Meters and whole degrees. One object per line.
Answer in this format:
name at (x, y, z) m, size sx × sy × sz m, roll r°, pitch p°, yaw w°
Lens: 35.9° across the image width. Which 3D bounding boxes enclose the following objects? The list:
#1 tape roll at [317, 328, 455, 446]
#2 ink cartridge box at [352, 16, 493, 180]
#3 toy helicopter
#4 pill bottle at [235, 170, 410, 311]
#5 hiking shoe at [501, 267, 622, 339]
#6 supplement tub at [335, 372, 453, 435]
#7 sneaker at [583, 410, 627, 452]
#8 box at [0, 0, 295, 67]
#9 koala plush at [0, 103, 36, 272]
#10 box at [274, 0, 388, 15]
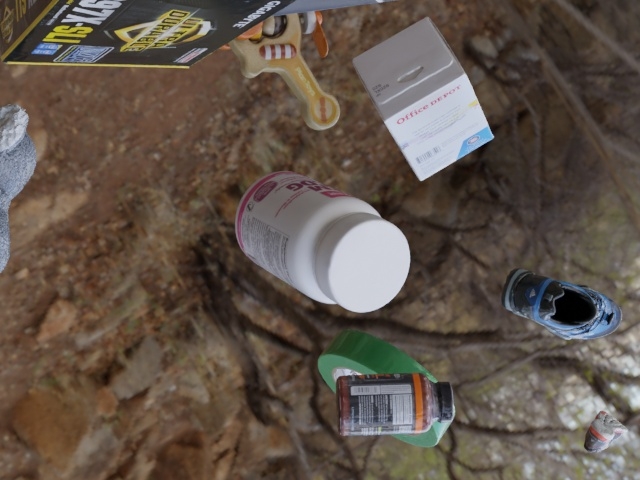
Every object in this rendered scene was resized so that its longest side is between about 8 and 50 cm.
tape roll at (0.143, 0.330, 2.192) m, size 0.077 × 0.321 × 0.321 m, roll -52°, pitch -176°, yaw -23°
ink cartridge box at (0.196, -0.267, 1.877) m, size 0.171 × 0.168 × 0.233 m, roll -30°, pitch 147°, yaw 6°
toy helicopter at (-0.062, -0.401, 2.117) m, size 0.235 × 0.355 × 0.140 m, roll -39°, pitch -166°, yaw -21°
pill bottle at (0.000, 0.000, 1.468) m, size 0.160 × 0.160 × 0.283 m, roll -29°, pitch -152°, yaw -20°
hiking shoe at (0.478, 0.139, 1.856) m, size 0.304 × 0.113 × 0.132 m, roll 14°, pitch -175°, yaw -35°
supplement tub at (0.126, 0.281, 1.699) m, size 0.197 × 0.106 × 0.106 m, roll -1°, pitch 174°, yaw -2°
sneaker at (0.541, 0.374, 1.907) m, size 0.158 × 0.061 × 0.065 m, roll 5°, pitch 121°, yaw -57°
box at (-0.206, -0.276, 1.139) m, size 0.257 × 0.079 × 0.322 m, roll -3°, pitch 175°, yaw -32°
koala plush at (-0.475, -0.079, 1.368) m, size 0.221 × 0.203 × 0.196 m, roll -58°, pitch 179°, yaw -23°
box at (-0.030, -0.488, 1.563) m, size 0.307 × 0.242 × 0.076 m, roll -10°, pitch -156°, yaw -13°
